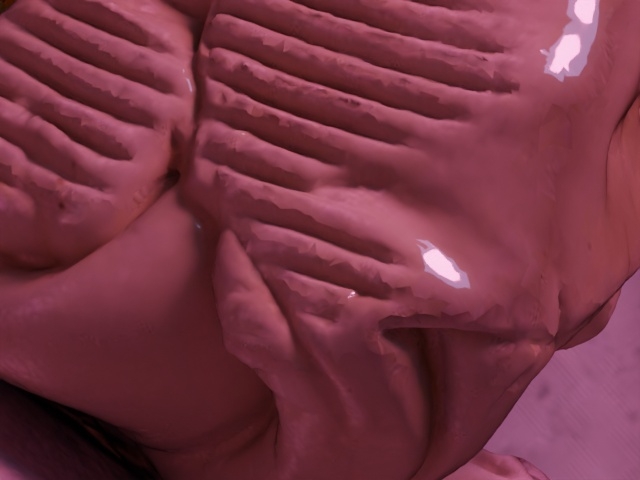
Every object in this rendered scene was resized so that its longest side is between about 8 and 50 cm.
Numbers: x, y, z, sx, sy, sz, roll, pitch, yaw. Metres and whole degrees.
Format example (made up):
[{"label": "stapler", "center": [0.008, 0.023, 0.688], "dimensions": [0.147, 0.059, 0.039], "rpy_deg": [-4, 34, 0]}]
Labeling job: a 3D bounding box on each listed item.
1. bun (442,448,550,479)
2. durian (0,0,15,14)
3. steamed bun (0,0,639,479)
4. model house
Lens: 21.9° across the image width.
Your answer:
[{"label": "bun", "center": [0.075, 0.163, 0.816], "dimensions": [0.173, 0.120, 0.173], "rpy_deg": [39, 11, -9]}, {"label": "durian", "center": [-0.160, -0.076, 0.956], "dimensions": [0.186, 0.154, 0.260], "rpy_deg": [21, -10, 38]}, {"label": "steamed bun", "center": [0.010, -0.040, 0.812], "dimensions": [0.342, 0.368, 0.255], "rpy_deg": [21, -18, 32]}, {"label": "model house", "center": [0.221, 0.128, 1.084], "dimensions": [0.291, 0.253, 0.184], "rpy_deg": [34, 13, -51]}]
